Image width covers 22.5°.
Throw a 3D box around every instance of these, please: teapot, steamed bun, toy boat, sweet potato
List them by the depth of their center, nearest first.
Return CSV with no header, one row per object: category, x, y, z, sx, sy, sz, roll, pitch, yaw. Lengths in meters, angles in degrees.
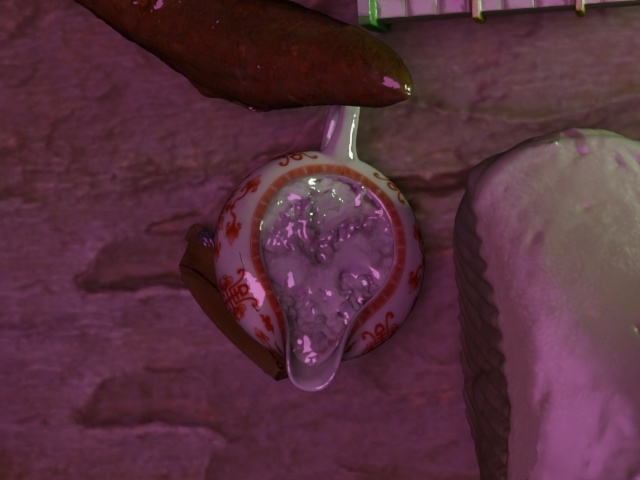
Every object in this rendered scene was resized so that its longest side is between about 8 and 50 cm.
steamed bun,0.217,0.121,1.094,0.236,0.247,0.384,-4,85,4
teapot,0.000,0.000,1.209,0.159,0.116,0.246,3,75,-1
sweet potato,-0.069,-0.154,1.226,0.341,0.114,0.092,25,80,22
toy boat,-0.060,0.048,1.267,0.149,0.049,0.047,47,145,13

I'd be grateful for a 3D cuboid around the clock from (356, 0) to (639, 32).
clock,0.152,-0.270,1.171,0.255,0.106,0.220,-2,93,11
